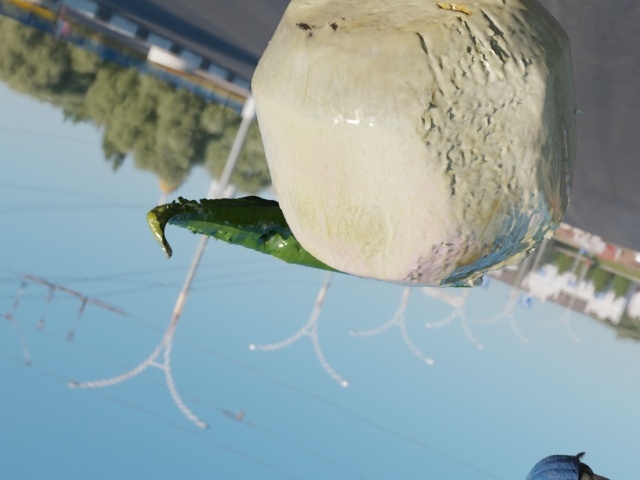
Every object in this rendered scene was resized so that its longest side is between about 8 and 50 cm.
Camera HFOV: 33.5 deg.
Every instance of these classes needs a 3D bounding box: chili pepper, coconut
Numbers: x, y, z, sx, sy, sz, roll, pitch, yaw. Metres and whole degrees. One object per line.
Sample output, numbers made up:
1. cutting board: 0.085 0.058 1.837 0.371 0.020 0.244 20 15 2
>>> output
1. chili pepper: 0.000 0.000 1.030 0.359 0.085 0.076 4 154 -25
2. coconut: 0.074 -0.074 0.756 0.227 0.230 0.227 -10 -147 7

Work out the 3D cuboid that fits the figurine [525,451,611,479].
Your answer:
1. figurine: 0.248 0.242 0.925 0.149 0.087 0.086 32 157 24
